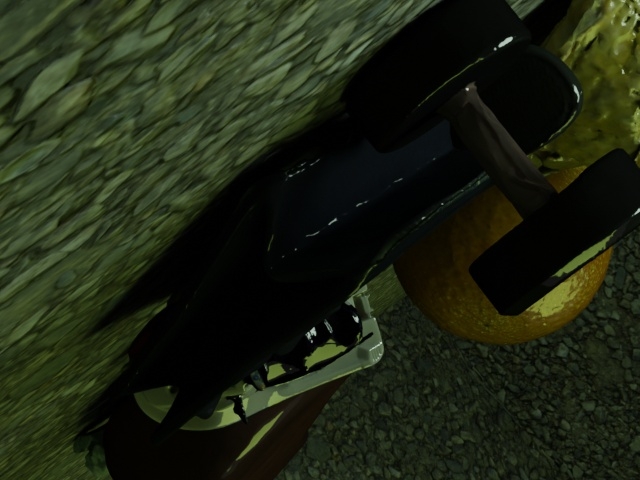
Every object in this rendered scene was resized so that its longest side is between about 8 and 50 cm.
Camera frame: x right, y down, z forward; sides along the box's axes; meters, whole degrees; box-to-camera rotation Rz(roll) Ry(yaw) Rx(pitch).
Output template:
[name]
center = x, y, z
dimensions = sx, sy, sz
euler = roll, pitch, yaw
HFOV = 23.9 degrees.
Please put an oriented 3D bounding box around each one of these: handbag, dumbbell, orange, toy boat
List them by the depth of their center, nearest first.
[dumbbell]
center = 0.138, -0.068, 1.160
dimensions = 0.152, 0.218, 0.152
euler = -36, 173, -5
[handbag]
center = -0.018, 0.018, 1.330
dimensions = 0.329, 0.122, 0.303
euler = -44, 175, 38
[toy boat]
center = -0.056, 0.114, 1.565
dimensions = 0.269, 0.141, 0.141
euler = -24, 167, -31
[orange]
center = 0.211, -0.015, 1.771
dimensions = 0.274, 0.274, 0.274
euler = -38, 174, -5

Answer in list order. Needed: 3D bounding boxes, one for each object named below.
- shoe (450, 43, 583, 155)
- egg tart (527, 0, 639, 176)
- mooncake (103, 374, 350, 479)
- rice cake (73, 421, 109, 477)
[shoe]
center = 0.147, -0.110, 1.454
dimensions = 0.241, 0.108, 0.093
euler = -34, 178, 31
[egg tart]
center = 0.339, -0.187, 1.563
dimensions = 0.345, 0.132, 0.345
euler = -42, 156, -24
[mooncake]
center = -0.104, 0.191, 1.777
dimensions = 0.334, 0.174, 0.326
euler = -46, 165, -10
[rice cake]
center = -0.185, 0.205, 1.986
dimensions = 0.336, 0.063, 0.066
euler = -32, 174, -46
